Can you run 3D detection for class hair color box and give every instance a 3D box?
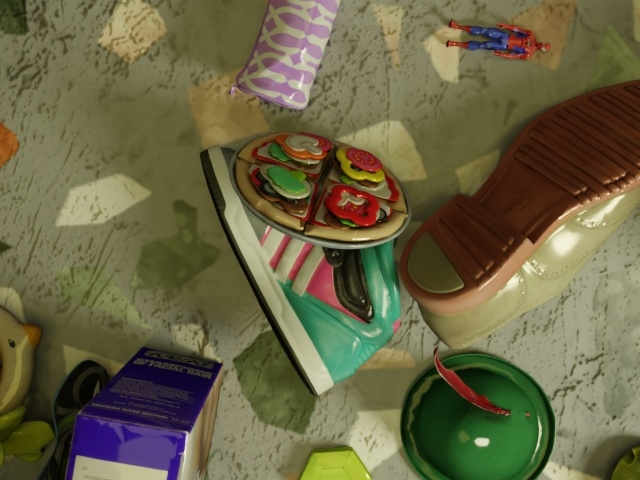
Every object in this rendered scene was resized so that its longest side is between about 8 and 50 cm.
[{"bbox_3d":[-0.175,0.231,1.078,0.110,0.339,0.185,11,94,-2],"label":"hair color box"}]

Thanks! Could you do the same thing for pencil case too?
[{"bbox_3d":[-0.028,-0.245,1.169,0.088,0.086,0.206,16,94,-16],"label":"pencil case"}]

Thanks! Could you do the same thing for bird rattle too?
[{"bbox_3d":[-0.418,0.162,1.208,0.253,0.143,0.207,18,82,12],"label":"bird rattle"}]

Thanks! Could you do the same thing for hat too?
[{"bbox_3d":[0.170,0.218,1.154,0.208,0.183,0.173,27,94,-2],"label":"hat"}]

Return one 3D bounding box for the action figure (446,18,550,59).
[{"bbox_3d":[0.201,-0.224,1.201,0.115,0.030,0.038,7,89,-2],"label":"action figure"}]

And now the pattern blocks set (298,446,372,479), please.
[{"bbox_3d":[0.024,0.383,1.246,0.325,0.026,0.285,-11,94,1],"label":"pattern blocks set"}]

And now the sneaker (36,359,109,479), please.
[{"bbox_3d":[-0.261,0.218,1.177,0.067,0.188,0.078,34,137,-31],"label":"sneaker"}]

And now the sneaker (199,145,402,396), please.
[{"bbox_3d":[0.000,0.000,1.173,0.178,0.124,0.295,-27,83,-8],"label":"sneaker"}]

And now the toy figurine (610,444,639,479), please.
[{"bbox_3d":[0.388,0.429,1.153,0.191,0.217,0.362,13,95,-1],"label":"toy figurine"}]

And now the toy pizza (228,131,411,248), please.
[{"bbox_3d":[0.003,-0.064,1.135,0.201,0.201,0.032,18,126,-1],"label":"toy pizza"}]

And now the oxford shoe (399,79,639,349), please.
[{"bbox_3d":[0.260,-0.034,1.182,0.397,0.146,0.140,-34,50,-8],"label":"oxford shoe"}]
